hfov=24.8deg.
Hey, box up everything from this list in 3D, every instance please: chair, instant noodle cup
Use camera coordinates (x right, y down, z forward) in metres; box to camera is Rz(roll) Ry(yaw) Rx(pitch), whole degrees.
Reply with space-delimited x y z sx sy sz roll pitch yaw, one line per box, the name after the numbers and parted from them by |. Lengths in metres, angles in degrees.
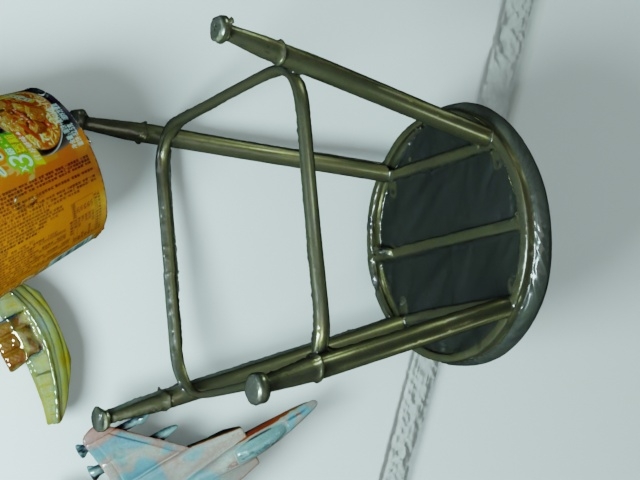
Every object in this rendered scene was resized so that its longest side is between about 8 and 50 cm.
0.000 0.000 1.565 0.410 0.365 0.361 0 79 -34 | chair
-0.341 -0.047 1.492 0.182 0.230 0.230 -27 101 -31 | instant noodle cup

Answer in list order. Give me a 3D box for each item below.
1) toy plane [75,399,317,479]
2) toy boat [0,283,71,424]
-0.144 0.264 1.642 0.326 0.104 0.223 -32 104 -26 | toy plane
-0.315 0.117 1.580 0.066 0.065 0.172 -29 97 -35 | toy boat
